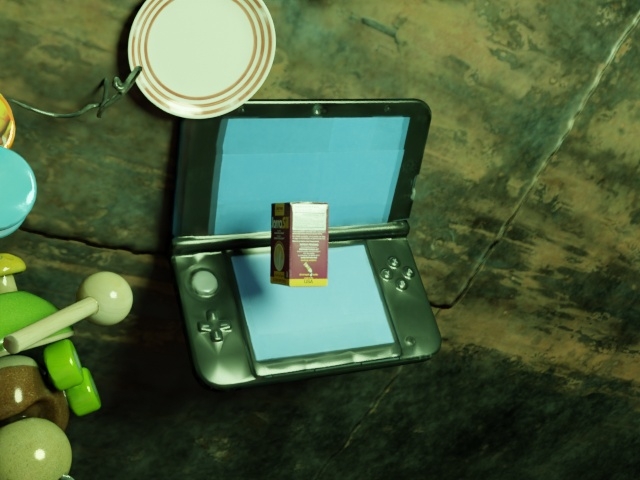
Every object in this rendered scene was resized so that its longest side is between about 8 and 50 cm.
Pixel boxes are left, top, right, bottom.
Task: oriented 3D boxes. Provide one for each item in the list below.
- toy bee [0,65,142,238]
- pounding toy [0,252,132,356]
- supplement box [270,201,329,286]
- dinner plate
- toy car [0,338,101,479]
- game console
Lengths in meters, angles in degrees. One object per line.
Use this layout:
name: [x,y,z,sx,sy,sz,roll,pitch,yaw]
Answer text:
toy bee: [-0.312,-0.069,0.747,0.162,0.298,0.195,38,141,-14]
pounding toy: [-0.318,0.057,0.838,0.237,0.110,0.183,-16,179,27]
supplement box: [-0.021,0.004,0.883,0.043,0.055,0.083,1,90,-24]
dinner plate: [-0.111,-0.182,0.834,0.141,0.017,0.141,-12,125,-18]
toy car: [-0.300,0.224,0.915,0.155,0.188,0.149,-20,150,-10]
game console: [0.000,0.000,0.938,0.293,0.250,0.173,-5,152,-24]
